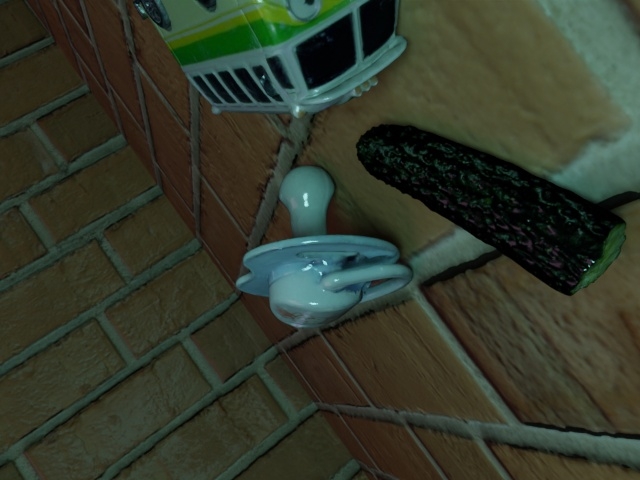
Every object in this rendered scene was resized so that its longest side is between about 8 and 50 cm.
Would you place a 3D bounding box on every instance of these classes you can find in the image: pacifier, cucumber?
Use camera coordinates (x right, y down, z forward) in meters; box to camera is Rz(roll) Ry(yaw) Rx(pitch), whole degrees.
[{"bbox_3d":[0.000,0.000,0.791,0.287,0.238,0.226,120,145,-72],"label":"pacifier"},{"bbox_3d":[0.122,-0.048,0.506,0.300,0.072,0.072,38,156,43],"label":"cucumber"}]

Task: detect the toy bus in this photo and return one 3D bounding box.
[{"bbox_3d":[-0.052,-0.213,0.543,0.305,0.143,0.179,21,145,59],"label":"toy bus"}]
